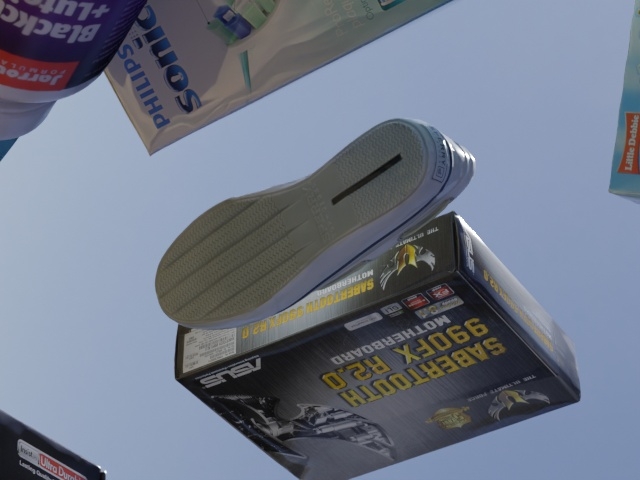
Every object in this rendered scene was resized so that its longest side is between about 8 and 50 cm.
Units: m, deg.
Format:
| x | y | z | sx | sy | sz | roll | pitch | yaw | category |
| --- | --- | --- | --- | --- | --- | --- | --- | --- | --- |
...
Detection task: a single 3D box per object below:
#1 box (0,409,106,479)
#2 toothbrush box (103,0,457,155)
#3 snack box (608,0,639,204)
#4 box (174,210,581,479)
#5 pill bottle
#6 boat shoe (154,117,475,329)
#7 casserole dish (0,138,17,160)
| x | y | z | sx | sy | sz | roll | pitch | yaw | category |
| --- | --- | --- | --- | --- | --- | --- | --- | --- | --- |
| -0.278 | 0.247 | 1.371 | 0.073 | 0.295 | 0.293 | -20 | -130 | 28 | box |
| 0.028 | -0.178 | 1.059 | 0.126 | 0.296 | 0.216 | 64 | 14 | -6 | toothbrush box |
| 0.267 | -0.173 | 1.241 | 0.060 | 0.187 | 0.321 | 7 | -94 | 31 | snack box |
| 0.041 | 0.085 | 1.352 | 0.231 | 0.183 | 0.056 | -21 | -134 | 24 | box |
| -0.133 | -0.133 | 0.902 | 0.193 | 0.108 | 0.108 | 129 | -33 | -48 | pill bottle |
| 0.000 | 0.000 | 1.201 | 0.226 | 0.076 | 0.083 | -25 | -113 | 30 | boat shoe |
| -0.348 | -0.106 | 1.774 | 0.188 | 0.114 | 0.037 | -52 | 168 | 2 | casserole dish |
